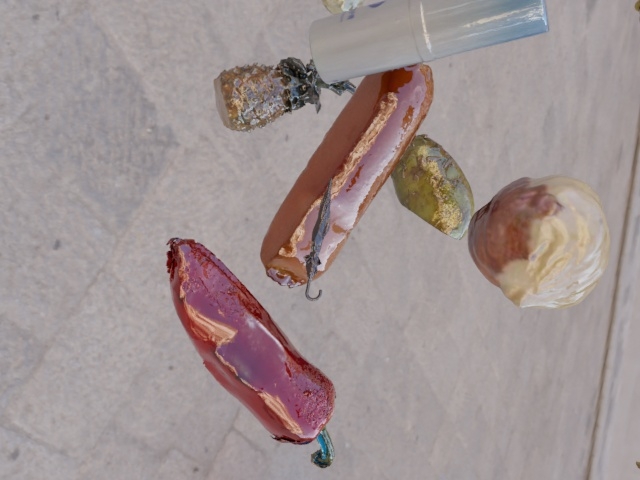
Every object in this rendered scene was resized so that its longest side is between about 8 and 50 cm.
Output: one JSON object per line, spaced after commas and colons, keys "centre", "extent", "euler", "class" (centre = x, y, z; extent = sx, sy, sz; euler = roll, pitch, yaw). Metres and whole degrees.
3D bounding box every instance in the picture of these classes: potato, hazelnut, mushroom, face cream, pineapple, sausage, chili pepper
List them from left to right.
{"centre": [-0.074, 0.152, 0.817], "extent": [0.387, 0.110, 0.110], "euler": [53, 52, -21], "class": "chili pepper"}
{"centre": [-0.072, -0.330, 1.453], "extent": [0.310, 0.170, 0.141], "euler": [-17, 142, -16], "class": "pineapple"}
{"centre": [0.038, -0.427, 1.134], "extent": [0.084, 0.067, 0.083], "euler": [2, 83, -17], "class": "mushroom"}
{"centre": [0.032, -0.089, 0.874], "extent": [0.097, 0.094, 0.348], "euler": [25, 105, -34], "class": "sausage"}
{"centre": [0.115, -0.235, 0.718], "extent": [0.077, 0.250, 0.077], "euler": [-7, 90, -68], "class": "face cream"}
{"centre": [0.288, -0.132, 1.687], "extent": [0.298, 0.176, 0.141], "euler": [60, 29, 5], "class": "potato"}
{"centre": [0.397, 0.011, 1.198], "extent": [0.241, 0.261, 0.261], "euler": [-65, 147, -31], "class": "hazelnut"}

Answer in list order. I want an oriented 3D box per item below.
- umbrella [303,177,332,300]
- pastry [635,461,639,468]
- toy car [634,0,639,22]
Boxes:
{"centre": [-0.003, 0.000, 0.629], "extent": [0.013, 0.022, 0.122], "euler": [-131, -134, -75], "class": "umbrella"}
{"centre": [0.679, 0.507, 1.185], "extent": [0.154, 0.102, 0.250], "euler": [15, 47, -53], "class": "pastry"}
{"centre": [0.736, -0.478, 1.352], "extent": [0.200, 0.142, 0.248], "euler": [38, 49, -9], "class": "toy car"}
